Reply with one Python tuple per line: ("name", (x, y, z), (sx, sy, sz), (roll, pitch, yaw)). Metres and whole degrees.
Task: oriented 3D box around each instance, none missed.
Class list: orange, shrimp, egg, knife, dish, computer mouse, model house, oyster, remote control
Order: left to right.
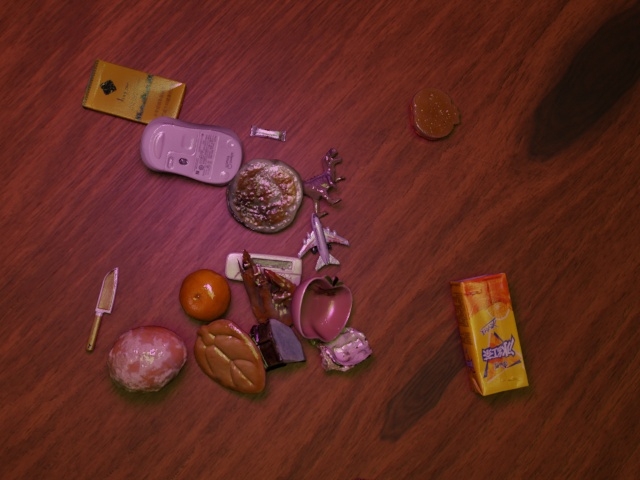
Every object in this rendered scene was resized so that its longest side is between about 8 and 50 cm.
("knife", (-0.637, 0.201, 1.766), (0.046, 0.022, 0.256), (12, 80, 1))
("egg", (-0.486, 0.333, 1.691), (0.233, 0.195, 0.195), (-24, 88, 6))
("computer mouse", (-0.385, -0.264, 1.789), (0.297, 0.121, 0.184), (5, 100, -22))
("orange", (-0.335, 0.159, 1.758), (0.155, 0.134, 0.154), (1, 93, 16))
("remote control", (-0.172, 0.086, 1.816), (0.230, 0.049, 0.090), (7, 86, -11))
("model house", (-0.152, 0.319, 1.783), (0.152, 0.106, 0.165), (-27, 85, 30))
("shrimp", (-0.146, 0.141, 1.769), (0.152, 0.063, 0.287), (-21, 113, -2))
("dish", (-0.011, 0.194, 1.781), (0.213, 0.090, 0.213), (-5, 98, -40))
("oyster", (0.054, 0.323, 1.821), (0.191, 0.081, 0.163), (35, 58, 12))

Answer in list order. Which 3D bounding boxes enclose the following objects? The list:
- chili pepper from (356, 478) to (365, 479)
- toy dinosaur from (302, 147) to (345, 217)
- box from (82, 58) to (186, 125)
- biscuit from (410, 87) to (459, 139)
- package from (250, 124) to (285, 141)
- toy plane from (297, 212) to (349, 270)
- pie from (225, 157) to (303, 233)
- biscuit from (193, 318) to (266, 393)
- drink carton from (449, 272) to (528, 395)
("chili pepper", (0.183, 0.775, 1.797), (0.216, 0.062, 0.108), (3, 85, -8))
("toy dinosaur", (-0.031, -0.170, 1.858), (0.251, 0.072, 0.199), (-27, 78, 4))
("box", (-0.561, -0.438, 1.819), (0.279, 0.041, 0.153), (14, 85, -5))
("biscuit", (0.364, -0.403, 1.923), (0.170, 0.050, 0.170), (2, 82, -14))
("package", (-0.163, -0.333, 1.870), (0.110, 0.015, 0.037), (9, 90, -4))
("toy plane", (0.000, 0.000, 1.835), (0.162, 0.065, 0.171), (-15, 84, -12))
("pie", (-0.166, -0.132, 1.806), (0.241, 0.054, 0.240), (-1, 103, -4))
("biscuit", (-0.260, 0.345, 1.744), (0.260, 0.041, 0.203), (44, 109, 5))
("drink carton", (0.516, 0.285, 1.853), (0.155, 0.111, 0.351), (-11, 88, -7))
